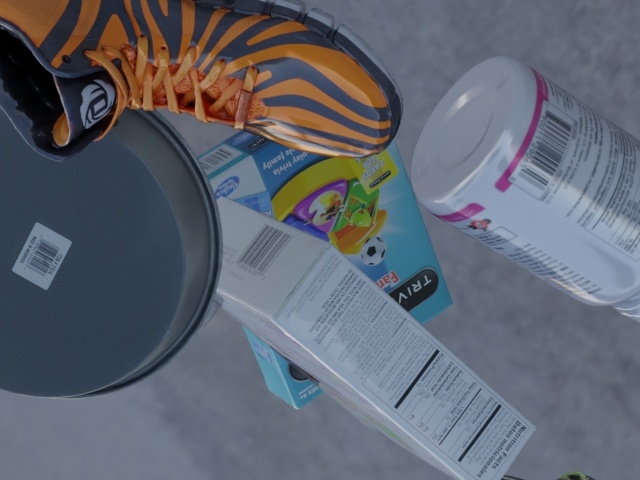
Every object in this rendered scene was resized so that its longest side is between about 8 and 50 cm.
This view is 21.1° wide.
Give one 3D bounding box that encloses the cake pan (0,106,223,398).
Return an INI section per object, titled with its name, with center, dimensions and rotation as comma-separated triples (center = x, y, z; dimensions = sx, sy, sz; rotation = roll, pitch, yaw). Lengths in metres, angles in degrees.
[cake pan]
center = -0.229, 0.004, 1.425
dimensions = 0.293, 0.293, 0.054
rotation = 41, -163, -6

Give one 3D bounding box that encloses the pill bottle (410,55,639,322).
[pill bottle]
center = 0.238, -0.037, 1.598
dimensions = 0.283, 0.160, 0.160
rotation = 30, 158, -24

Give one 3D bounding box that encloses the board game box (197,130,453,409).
[board game box]
center = 0.000, 0.000, 2.103
dimensions = 0.079, 0.254, 0.336
rotation = 28, 146, 55

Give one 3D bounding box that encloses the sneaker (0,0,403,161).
[sneaker]
center = -0.110, -0.108, 1.235
dimensions = 0.321, 0.180, 0.124
rotation = 22, 133, 10

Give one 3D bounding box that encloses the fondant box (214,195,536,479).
[fondant box]
center = 0.031, 0.105, 1.731
dimensions = 0.330, 0.096, 0.238
rotation = 43, 170, -31

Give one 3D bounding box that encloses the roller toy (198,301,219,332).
[roller toy]
center = -0.212, 0.040, 1.982
dimensions = 0.191, 0.209, 0.146
rotation = -14, 128, 11

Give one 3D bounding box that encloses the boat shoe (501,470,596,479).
[boat shoe]
center = 0.323, 0.338, 2.095
dimensions = 0.305, 0.091, 0.109
rotation = 19, 154, -3
